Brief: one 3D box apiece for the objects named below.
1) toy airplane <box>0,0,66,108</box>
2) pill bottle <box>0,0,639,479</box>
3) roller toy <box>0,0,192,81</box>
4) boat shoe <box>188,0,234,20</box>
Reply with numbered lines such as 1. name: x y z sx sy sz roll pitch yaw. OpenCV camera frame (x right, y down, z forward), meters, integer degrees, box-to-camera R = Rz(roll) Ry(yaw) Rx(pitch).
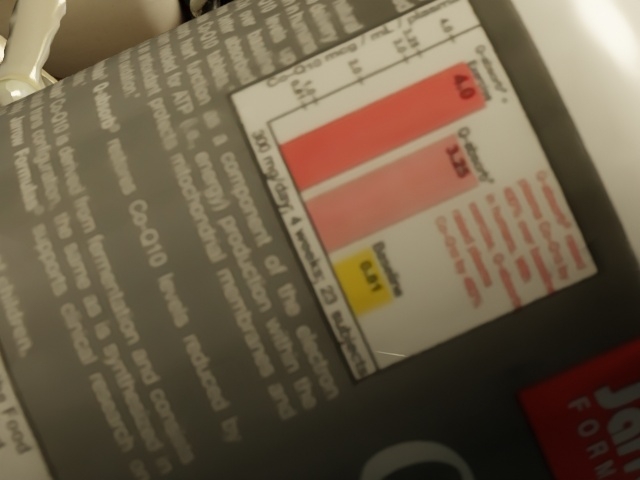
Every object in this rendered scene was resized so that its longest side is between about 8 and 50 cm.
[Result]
1. toy airplane: -0.012 0.047 0.885 0.272 0.386 0.384 -53 139 -41
2. pill bottle: 0.024 0.012 0.613 0.210 0.363 0.210 -25 90 -87
3. roller toy: -0.158 -0.174 1.027 0.209 0.146 0.191 70 8 -51
4. boat shoe: -0.026 -0.135 0.994 0.102 0.108 0.301 -61 148 -44
